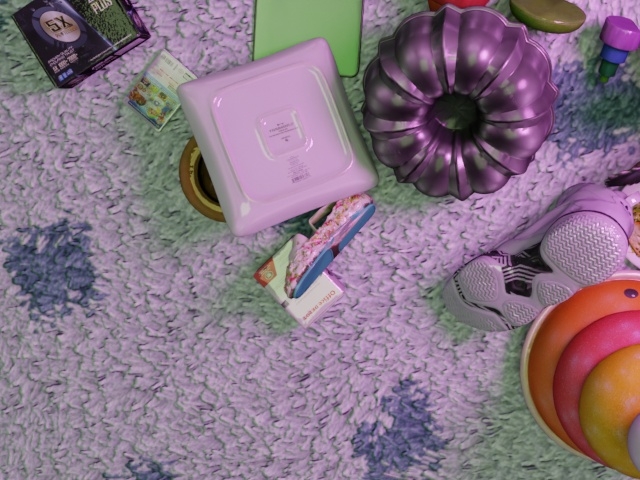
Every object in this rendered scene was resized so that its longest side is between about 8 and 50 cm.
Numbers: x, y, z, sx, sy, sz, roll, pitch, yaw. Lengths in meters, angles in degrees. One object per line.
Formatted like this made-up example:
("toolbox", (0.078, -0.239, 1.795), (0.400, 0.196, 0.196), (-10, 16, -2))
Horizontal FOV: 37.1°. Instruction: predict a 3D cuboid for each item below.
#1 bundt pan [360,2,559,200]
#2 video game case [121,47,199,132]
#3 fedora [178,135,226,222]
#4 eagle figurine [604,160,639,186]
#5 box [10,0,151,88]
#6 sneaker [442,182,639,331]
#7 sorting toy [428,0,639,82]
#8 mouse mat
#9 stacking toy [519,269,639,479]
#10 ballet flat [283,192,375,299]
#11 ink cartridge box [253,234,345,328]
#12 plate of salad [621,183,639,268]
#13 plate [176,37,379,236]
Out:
("bundt pan", (0.219, -0.206, 1.540), (0.330, 0.124, 0.331), (5, 119, 9))
("video game case", (-0.281, -0.264, 1.684), (0.087, 0.011, 0.122), (41, 100, -3))
("fedora", (-0.148, -0.125, 1.657), (0.194, 0.079, 0.194), (0, 95, 0))
("eagle figurine", (0.615, -0.160, 1.485), (0.298, 0.225, 0.226), (17, 73, -2))
("box", (-0.411, -0.370, 1.644), (0.180, 0.077, 0.147), (-29, 95, 9))
("sneaker", (0.382, 0.025, 1.615), (0.366, 0.210, 0.137), (-32, 95, 44))
("sorting toy", (0.337, -0.340, 1.584), (0.365, 0.127, 0.126), (16, 124, 4))
("mouse mat", (-0.022, -0.364, 1.648), (0.189, 0.007, 0.153), (5, 100, 5))
("stacking toy", (0.508, 0.255, 1.462), (0.350, 0.480, 0.351), (1, 100, 4))
("ballet flat", (0.000, 0.000, 1.637), (0.077, 0.091, 0.241), (34, 64, 18))
("ink cartridge box", (-0.037, 0.073, 1.694), (0.099, 0.056, 0.135), (-43, 93, 10))
("plate of salad", (0.602, -0.034, 1.626), (0.199, 0.048, 0.200), (1, 99, 5))
("plate", (-0.065, -0.178, 1.597), (0.277, 0.045, 0.278), (-21, 90, -13))
